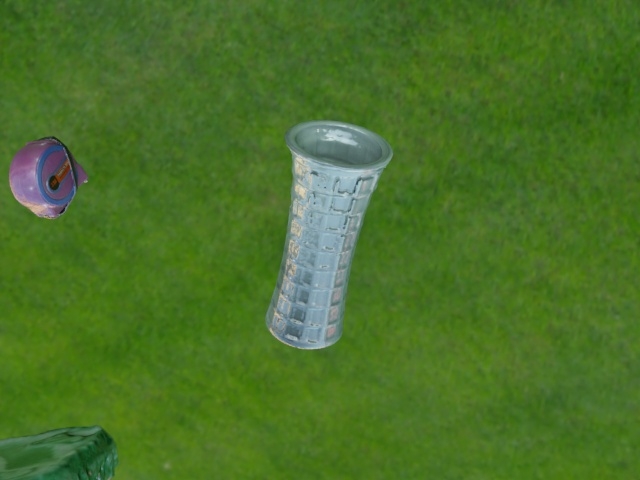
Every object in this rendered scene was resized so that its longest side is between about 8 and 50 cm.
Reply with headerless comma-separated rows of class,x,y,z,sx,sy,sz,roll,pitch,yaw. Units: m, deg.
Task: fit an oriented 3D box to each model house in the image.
model house,-0.337,0.392,1.240,0.267,0.194,0.324,-11,99,9

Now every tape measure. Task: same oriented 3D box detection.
tape measure,-0.447,-0.101,1.866,0.074,0.118,0.125,-1,133,30

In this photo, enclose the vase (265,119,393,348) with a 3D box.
vase,0.000,0.000,1.555,0.143,0.143,0.298,15,119,8
